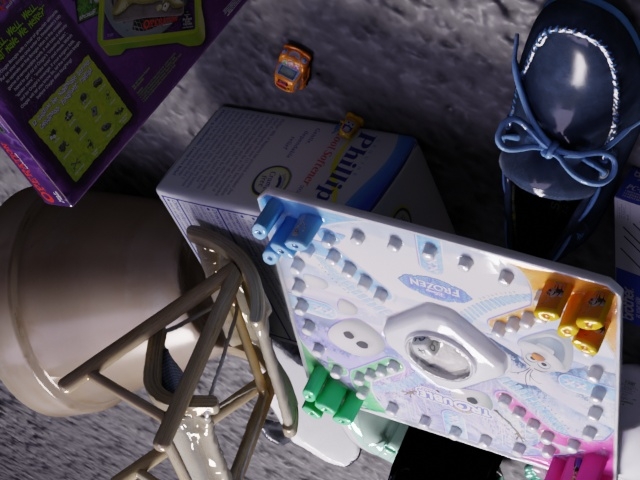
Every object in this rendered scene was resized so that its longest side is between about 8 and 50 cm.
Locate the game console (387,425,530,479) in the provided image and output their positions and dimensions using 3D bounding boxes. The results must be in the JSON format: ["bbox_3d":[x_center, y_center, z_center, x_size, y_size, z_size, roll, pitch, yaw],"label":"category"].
[{"bbox_3d":[0.266,0.357,1.968,0.361,0.213,0.044,19,-174,-9],"label":"game console"}]

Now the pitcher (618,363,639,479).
[{"bbox_3d":[0.350,0.223,1.713,0.178,0.125,0.207,10,154,29],"label":"pitcher"}]

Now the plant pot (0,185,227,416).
[{"bbox_3d":[-0.251,0.064,1.953,0.280,0.323,0.323,-9,132,29],"label":"plant pot"}]

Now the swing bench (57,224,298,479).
[{"bbox_3d":[-0.133,0.167,1.668,0.165,0.254,0.253,26,152,27],"label":"swing bench"}]

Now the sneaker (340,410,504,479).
[{"bbox_3d":[0.150,0.280,2.033,0.256,0.094,0.151,37,159,-26],"label":"sneaker"}]

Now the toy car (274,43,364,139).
[{"bbox_3d":[-0.002,-0.158,1.577,0.122,0.040,0.060,37,152,-4],"label":"toy car"}]

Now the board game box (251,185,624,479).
[{"bbox_3d":[0.129,0.127,1.573,0.390,0.050,0.390,15,146,21],"label":"board game box"}]

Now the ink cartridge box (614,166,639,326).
[{"bbox_3d":[0.352,0.020,1.477,0.097,0.046,0.207,21,149,25],"label":"ink cartridge box"}]

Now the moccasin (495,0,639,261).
[{"bbox_3d":[0.235,-0.079,1.370,0.138,0.117,0.342,21,149,23],"label":"moccasin"}]

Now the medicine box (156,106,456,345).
[{"bbox_3d":[0.000,0.000,1.704,0.289,0.149,0.263,12,145,34],"label":"medicine box"}]

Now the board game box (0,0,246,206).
[{"bbox_3d":[-0.196,-0.225,1.355,0.056,0.347,0.208,11,144,41],"label":"board game box"}]

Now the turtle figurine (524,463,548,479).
[{"bbox_3d":[0.345,0.360,1.828,0.175,0.118,0.234,56,-177,-26],"label":"turtle figurine"}]

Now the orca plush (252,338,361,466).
[{"bbox_3d":[-0.051,0.212,2.138,0.287,0.151,0.102,34,-177,-5],"label":"orca plush"}]
